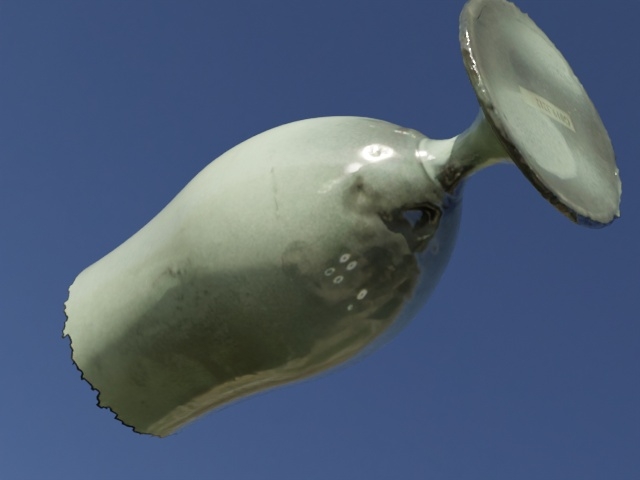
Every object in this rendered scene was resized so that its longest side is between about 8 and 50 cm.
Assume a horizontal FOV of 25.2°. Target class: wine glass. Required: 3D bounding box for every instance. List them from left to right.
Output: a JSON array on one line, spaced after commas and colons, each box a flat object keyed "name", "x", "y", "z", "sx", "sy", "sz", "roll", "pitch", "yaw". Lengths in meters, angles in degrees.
[{"name": "wine glass", "x": 0.000, "y": 0.000, "z": 0.519, "sx": 0.202, "sy": 0.093, "sz": 0.093, "roll": -32, "pitch": -85, "yaw": 30}]
